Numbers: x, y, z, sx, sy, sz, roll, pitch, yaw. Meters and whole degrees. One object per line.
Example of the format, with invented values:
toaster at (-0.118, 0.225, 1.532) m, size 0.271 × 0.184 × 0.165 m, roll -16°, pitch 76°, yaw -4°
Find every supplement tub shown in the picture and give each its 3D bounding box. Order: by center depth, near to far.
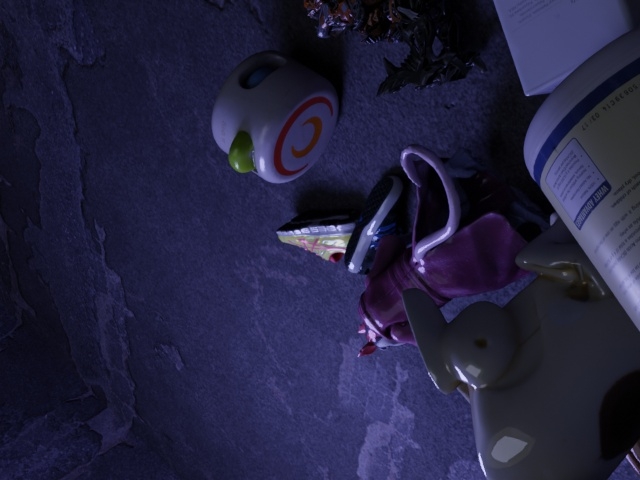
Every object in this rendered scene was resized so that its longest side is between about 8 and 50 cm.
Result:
supplement tub at (0.370, -0.026, 0.810) m, size 0.324 × 0.235 × 0.235 m, roll 62°, pitch 150°, yaw 25°

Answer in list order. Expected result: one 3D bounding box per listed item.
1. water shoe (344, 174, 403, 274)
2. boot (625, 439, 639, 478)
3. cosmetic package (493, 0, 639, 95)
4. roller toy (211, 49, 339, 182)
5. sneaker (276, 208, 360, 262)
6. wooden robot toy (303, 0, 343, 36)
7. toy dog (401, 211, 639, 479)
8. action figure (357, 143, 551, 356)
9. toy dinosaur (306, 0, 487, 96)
water shoe at (0.109, -0.025, 1.459) m, size 0.080 × 0.073 × 0.203 m, roll 14°, pitch 128°, yaw -16°
boot at (0.495, 0.275, 1.223) m, size 0.305 × 0.112 × 0.115 m, roll 43°, pitch 133°, yaw 20°
cosmetic package at (0.293, -0.270, 0.920) m, size 0.151 × 0.151 × 0.183 m, roll -24°, pitch 80°, yaw 54°
roller toy at (-0.076, -0.205, 1.408) m, size 0.146 × 0.209 × 0.191 m, roll 35°, pitch 105°, yaw 25°
sneaker at (0.000, 0.000, 1.581) m, size 0.208 × 0.081 × 0.094 m, roll 2°, pitch 122°, yaw 48°
wooden robot toy at (0.013, -0.363, 1.267) m, size 0.076 × 0.079 × 0.173 m, roll 40°, pitch 143°, yaw 20°
toy dog at (0.350, 0.120, 1.035) m, size 0.408 × 0.395 × 0.284 m, roll -32°, pitch 115°, yaw 13°
action figure at (0.160, 0.063, 1.271) m, size 0.370 × 0.276 × 0.248 m, roll -48°, pitch 60°, yaw 27°
toy dinosaur at (0.123, -0.312, 1.133) m, size 0.322 × 0.164 × 0.218 m, roll -3°, pitch 101°, yaw 57°
